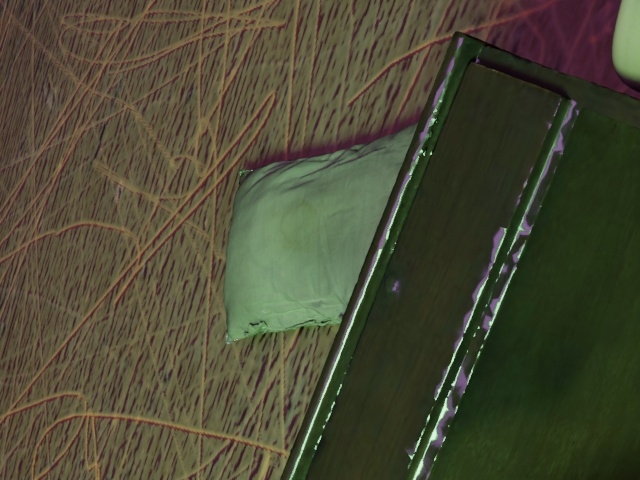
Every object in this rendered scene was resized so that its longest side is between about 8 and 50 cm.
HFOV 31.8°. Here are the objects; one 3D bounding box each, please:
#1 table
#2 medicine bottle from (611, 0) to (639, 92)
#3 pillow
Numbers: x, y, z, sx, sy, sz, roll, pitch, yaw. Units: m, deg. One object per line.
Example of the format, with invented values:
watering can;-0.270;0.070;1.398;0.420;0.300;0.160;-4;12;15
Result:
table;0.169;0.079;0.500;0.282;0.196;0.251;33;105;47
medicine bottle;0.253;-0.078;0.449;0.252;0.114;0.114;22;99;19
pillow;0.000;0.000;0.830;0.229;0.050;0.148;-8;68;48
